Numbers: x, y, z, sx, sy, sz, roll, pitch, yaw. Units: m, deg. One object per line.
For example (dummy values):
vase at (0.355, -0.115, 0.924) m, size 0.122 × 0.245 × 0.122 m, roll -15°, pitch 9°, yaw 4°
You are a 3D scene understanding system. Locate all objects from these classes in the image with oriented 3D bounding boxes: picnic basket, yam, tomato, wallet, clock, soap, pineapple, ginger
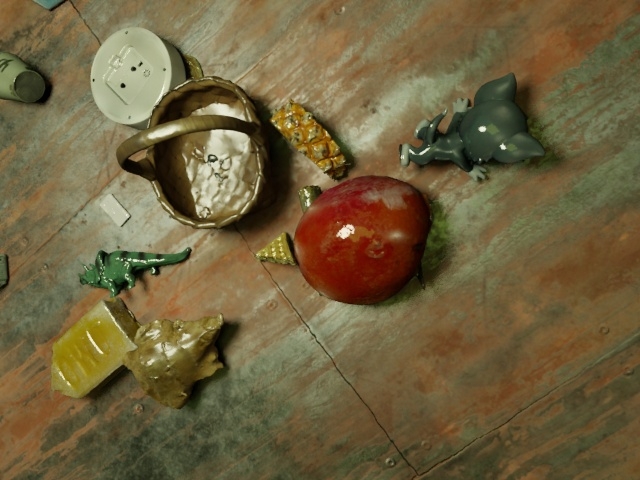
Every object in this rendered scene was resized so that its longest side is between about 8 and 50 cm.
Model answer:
picnic basket at (-0.260, -0.189, 0.967) m, size 0.293 × 0.337 × 0.337 m, roll -16°, pitch 88°, yaw 12°
yam at (0.000, 0.000, 1.047) m, size 0.061 × 0.061 × 0.252 m, roll -12°, pitch 89°, yaw 12°
tomato at (0.096, -0.009, 0.941) m, size 0.309 × 0.170 × 0.308 m, roll 1°, pitch 85°, yaw -8°
wallet at (-0.526, -0.078, 1.177) m, size 0.044 × 0.011 × 0.083 m, roll -45°, pitch 83°, yaw 9°
clock at (-0.441, -0.390, 1.112) m, size 0.231 × 0.083 × 0.230 m, roll 0°, pitch 89°, yaw 17°
soap at (-0.572, 0.282, 1.157) m, size 0.257 × 0.080 × 0.160 m, roll -41°, pitch 83°, yaw 9°
pineapple at (-0.031, -0.233, 1.011) m, size 0.233 × 0.135 × 0.079 m, roll 44°, pitch 98°, yaw 9°
ginger at (-0.326, 0.257, 1.086) m, size 0.219 × 0.123 × 0.270 m, roll 39°, pitch 92°, yaw -11°

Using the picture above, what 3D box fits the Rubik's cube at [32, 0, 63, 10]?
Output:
Rubik's cube at (-0.681, -0.761, 1.074) m, size 0.259 × 0.256 × 0.253 m, roll -26°, pitch 86°, yaw 11°

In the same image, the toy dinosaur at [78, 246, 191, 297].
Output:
toy dinosaur at (-0.467, 0.080, 1.136) m, size 0.292 × 0.079 × 0.119 m, roll -2°, pitch 92°, yaw 8°

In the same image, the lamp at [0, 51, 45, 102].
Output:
lamp at (-0.816, -0.426, 1.179) m, size 0.215 × 0.121 × 0.121 m, roll 27°, pitch 96°, yaw 19°

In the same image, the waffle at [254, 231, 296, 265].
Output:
waffle at (-0.103, 0.042, 1.030) m, size 0.098 × 0.152 × 0.023 m, roll -38°, pitch 117°, yaw 7°

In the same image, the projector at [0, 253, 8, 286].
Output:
projector at (-0.987, 0.093, 1.183) m, size 0.257 × 0.192 × 0.099 m, roll -4°, pitch 90°, yaw 11°

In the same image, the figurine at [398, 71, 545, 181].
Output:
figurine at (0.293, -0.228, 0.947) m, size 0.266 × 0.140 × 0.192 m, roll -4°, pitch 73°, yaw -2°

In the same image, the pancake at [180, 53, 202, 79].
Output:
pancake at (-0.340, -0.404, 1.134) m, size 0.115 × 0.011 × 0.114 m, roll 0°, pitch 92°, yaw 10°
